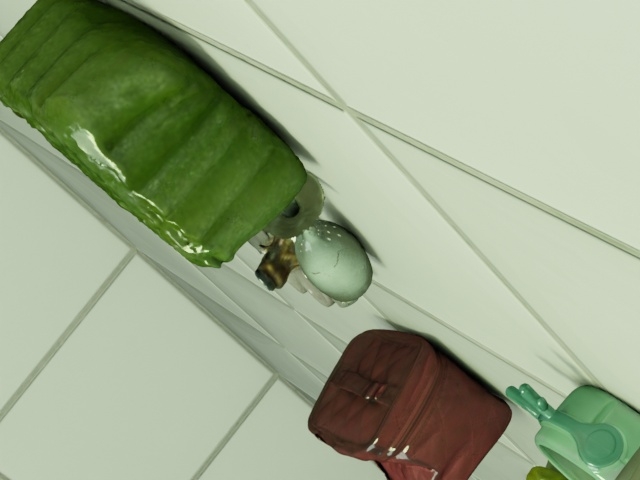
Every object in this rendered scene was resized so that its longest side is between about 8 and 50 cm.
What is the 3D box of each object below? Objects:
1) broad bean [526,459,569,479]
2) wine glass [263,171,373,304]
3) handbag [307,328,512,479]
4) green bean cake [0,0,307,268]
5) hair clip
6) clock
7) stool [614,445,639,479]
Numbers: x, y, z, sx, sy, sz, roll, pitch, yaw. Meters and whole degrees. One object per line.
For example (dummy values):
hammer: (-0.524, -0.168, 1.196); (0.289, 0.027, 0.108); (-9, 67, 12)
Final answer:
broad bean: (0.295, 0.275, 1.851); (0.228, 0.100, 0.169); (27, -178, -8)
wine glass: (0.000, 0.000, 1.704); (0.066, 0.066, 0.198); (35, 174, 24)
handbag: (0.086, 0.179, 2.050); (0.135, 0.146, 0.225); (35, 174, -18)
green bean cake: (-0.144, -0.089, 1.584); (0.222, 0.125, 0.248); (43, 172, -28)
hair clip: (-0.030, 0.014, 1.920); (0.146, 0.075, 0.257); (41, 179, -3)
clock: (0.241, 0.178, 1.583); (0.211, 0.066, 0.159); (39, 173, -1)
stool: (0.293, 0.161, 0.808); (0.269, 0.170, 0.243); (43, 172, -33)
